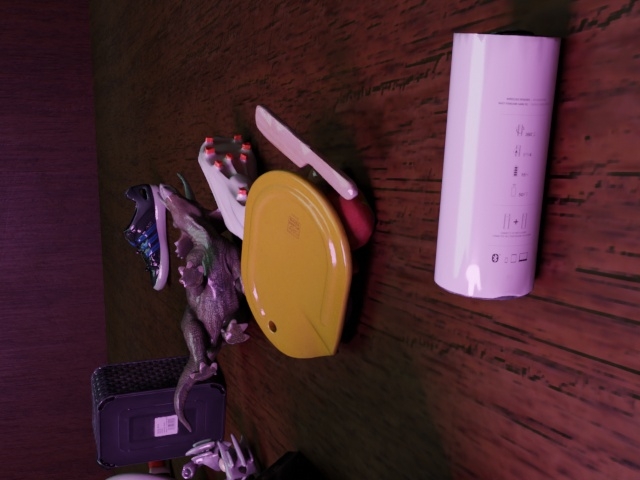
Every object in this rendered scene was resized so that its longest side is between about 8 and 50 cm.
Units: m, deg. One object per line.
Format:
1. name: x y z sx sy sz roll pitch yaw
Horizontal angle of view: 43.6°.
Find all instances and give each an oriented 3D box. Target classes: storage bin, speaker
1. storage bin: -0.235 0.245 1.161 0.084 0.180 0.122 -130 41 -58
2. speaker: 0.092 -0.041 0.422 0.055 0.055 0.136 -144 53 -64

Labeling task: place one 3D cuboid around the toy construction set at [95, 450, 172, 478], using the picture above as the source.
1. toy construction set: -0.382 0.597 1.645 0.309 0.257 0.237 37 150 35

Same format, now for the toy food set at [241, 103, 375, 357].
1. toy food set: 0.000 0.000 0.674 0.128 0.071 0.218 37 134 33

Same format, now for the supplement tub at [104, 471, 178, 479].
1. supplement tub: -0.284 0.513 1.215 0.191 0.191 0.272 111 171 -48

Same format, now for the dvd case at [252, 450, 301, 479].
1. dvd case: -0.039 0.331 0.765 0.164 0.018 0.221 6 -100 -76

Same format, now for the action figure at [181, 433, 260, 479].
1. action figure: -0.127 0.357 1.018 0.285 0.099 0.185 124 143 -54

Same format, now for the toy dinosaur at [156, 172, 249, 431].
1. toy dinosaur: -0.134 0.079 1.004 0.160 0.120 0.314 -125 30 -74

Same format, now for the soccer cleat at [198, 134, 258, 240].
1. soccer cleat: -0.094 -0.054 0.903 0.196 0.068 0.076 -123 32 -48

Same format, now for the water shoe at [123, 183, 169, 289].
1. water shoe: -0.335 -0.005 1.525 0.073 0.080 0.203 180 86 -70
